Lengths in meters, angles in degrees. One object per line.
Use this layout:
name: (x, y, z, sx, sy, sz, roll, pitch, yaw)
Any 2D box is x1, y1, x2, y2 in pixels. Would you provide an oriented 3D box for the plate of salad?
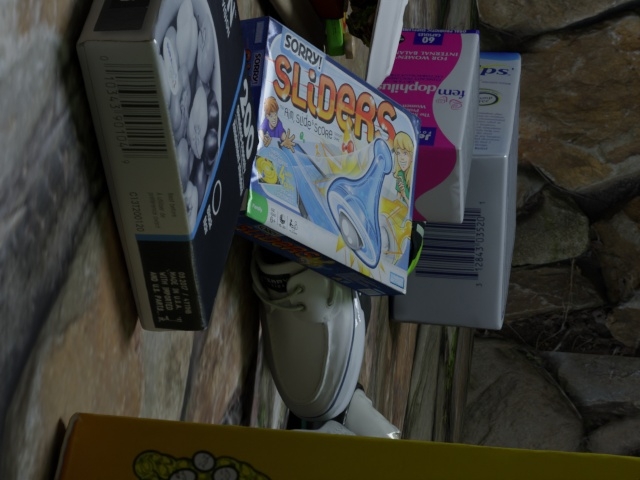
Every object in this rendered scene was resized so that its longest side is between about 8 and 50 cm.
plate of salad: (0.045, -0.202, 1.283, 0.200, 0.048, 0.199, 13, 90, -87)

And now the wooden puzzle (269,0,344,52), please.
wooden puzzle: (-0.006, -0.265, 1.233, 0.238, 0.044, 0.221, 60, 34, -75)

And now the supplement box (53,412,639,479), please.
supplement box: (0.054, 0.217, 0.780, 0.194, 0.357, 0.195, 79, 16, -60)

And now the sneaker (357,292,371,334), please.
sneaker: (0.000, 0.000, 1.283, 0.072, 0.077, 0.178, -4, 113, -46)

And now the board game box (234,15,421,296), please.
board game box: (0.000, -0.051, 1.128, 0.201, 0.035, 0.136, 26, 65, -53)

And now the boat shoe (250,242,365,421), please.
boat shoe: (-0.021, 0.021, 1.199, 0.076, 0.083, 0.226, -6, 93, -59)

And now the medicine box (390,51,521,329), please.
medicine box: (0.180, -0.072, 2.181, 0.289, 0.149, 0.263, -74, 165, -56)

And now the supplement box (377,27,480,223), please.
supplement box: (0.114, -0.131, 1.845, 0.220, 0.111, 0.114, -78, 168, -46)

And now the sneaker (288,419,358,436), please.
sneaker: (-0.010, 0.218, 1.161, 0.150, 0.135, 0.366, -44, 159, 4)

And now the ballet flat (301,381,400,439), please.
ballet flat: (0.018, 0.206, 1.405, 0.095, 0.096, 0.280, 82, 14, -50)

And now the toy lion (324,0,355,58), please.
toy lion: (0.011, -0.210, 1.421, 0.100, 0.034, 0.096, 79, 10, -58)

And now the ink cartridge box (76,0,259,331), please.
ink cartridge box: (-0.070, -0.094, 0.881, 0.206, 0.045, 0.208, 83, 12, -47)

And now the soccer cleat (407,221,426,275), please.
soccer cleat: (0.101, -0.032, 1.984, 0.072, 0.060, 0.179, -67, 162, -61)
